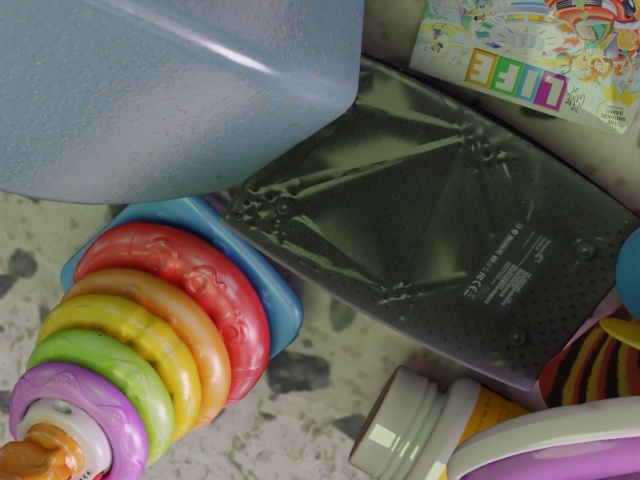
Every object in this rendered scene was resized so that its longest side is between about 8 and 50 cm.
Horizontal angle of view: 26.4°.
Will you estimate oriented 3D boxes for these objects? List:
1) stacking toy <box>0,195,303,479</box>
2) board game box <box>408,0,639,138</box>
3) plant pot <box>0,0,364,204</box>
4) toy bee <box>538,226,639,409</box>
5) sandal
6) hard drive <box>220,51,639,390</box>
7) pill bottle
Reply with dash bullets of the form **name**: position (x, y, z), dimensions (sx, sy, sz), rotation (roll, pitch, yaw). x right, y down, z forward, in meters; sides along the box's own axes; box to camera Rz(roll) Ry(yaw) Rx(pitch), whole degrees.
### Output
- **stacking toy**: position (-0.153, 0.109, 0.944), dimensions (0.166, 0.302, 0.175), rotation (47, 128, -7)
- **board game box**: position (0.145, -0.140, 0.897), dimensions (0.154, 0.026, 0.103), rotation (19, 119, 8)
- **plant pot**: position (-0.110, -0.159, 0.821), dimensions (0.252, 0.248, 0.247), rotation (22, 148, -29)
- **toy bee**: position (0.262, 0.046, 0.857), dimensions (0.195, 0.162, 0.298), rotation (-11, 138, -25)
- **sandal**: position (0.285, 0.163, 0.848), dimensions (0.416, 0.102, 0.169), rotation (4, 152, -14)
- **hard drive**: position (0.079, -0.018, 0.939), dimensions (0.254, 0.054, 0.172), rotation (29, 117, -9)
- **pill bottle**: position (0.133, 0.179, 1.000), dimensions (0.215, 0.117, 0.117), rotation (29, 119, 2)
